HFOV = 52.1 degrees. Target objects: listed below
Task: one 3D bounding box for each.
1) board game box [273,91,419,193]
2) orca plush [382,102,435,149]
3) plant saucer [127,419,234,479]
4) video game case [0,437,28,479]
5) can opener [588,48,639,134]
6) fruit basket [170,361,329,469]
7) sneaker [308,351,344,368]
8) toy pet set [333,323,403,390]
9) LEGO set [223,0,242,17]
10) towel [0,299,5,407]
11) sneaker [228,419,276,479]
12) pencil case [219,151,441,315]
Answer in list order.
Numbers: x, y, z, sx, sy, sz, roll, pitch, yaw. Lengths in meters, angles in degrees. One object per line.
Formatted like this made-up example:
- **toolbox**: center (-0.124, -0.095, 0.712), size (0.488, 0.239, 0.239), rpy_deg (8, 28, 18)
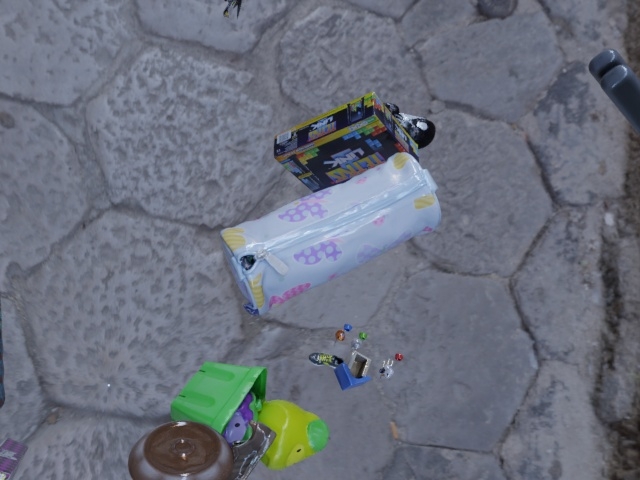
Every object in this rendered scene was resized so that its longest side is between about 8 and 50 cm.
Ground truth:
- **board game box**: center (0.039, -0.131, 0.970), size (0.141, 0.170, 0.048), rpy_deg (39, 41, -45)
- **orca plush**: center (0.125, -0.232, 1.492), size (0.288, 0.102, 0.151), rpy_deg (9, 119, -8)
- **plant saucer**: center (-0.262, 0.403, 1.242), size (0.199, 0.198, 0.036), rpy_deg (1, 116, -18)
- **video game case**: center (-0.460, 0.379, 0.856), size (0.042, 0.232, 0.210), rpy_deg (27, 73, -13)
- **can opener**: center (0.504, -0.209, 1.000), size (0.281, 0.093, 0.074), rpy_deg (22, 39, -38)
- **fruit basket**: center (-0.179, 0.514, 1.695), size (0.392, 0.392, 0.283), rpy_deg (44, 40, -5)
- **sneaker**: center (0.016, 0.262, 1.449), size (0.083, 0.035, 0.031), rpy_deg (12, 62, -8)
- **toy pet set**: center (0.065, 0.221, 1.168), size (0.122, 0.114, 0.065), rpy_deg (30, 55, -7)
- **LEGO set**: center (-0.180, -0.716, 1.554), size (0.192, 0.331, 0.254), rpy_deg (20, 49, -4)
- **towel**: center (-0.342, 0.001, 0.543), size (0.040, 0.271, 0.369), rpy_deg (13, 52, -47)
- **sneaker**: center (-0.174, 0.478, 1.432), size (0.071, 0.066, 0.188), rpy_deg (36, 90, 5)
- **pencil case**: center (0.012, -0.013, 0.814), size (0.273, 0.124, 0.113), rpy_deg (-24, 68, -11)
